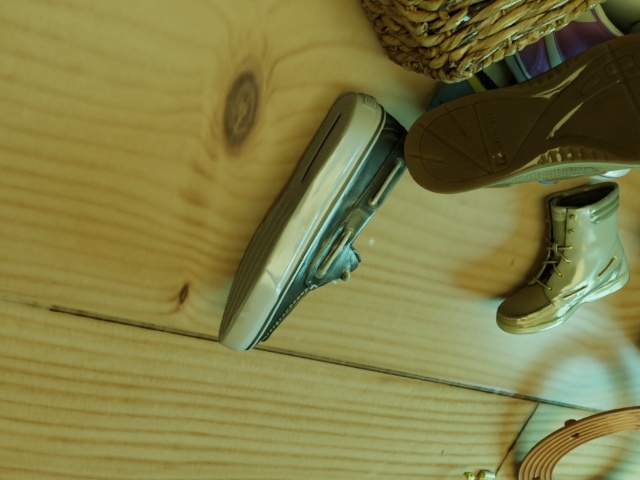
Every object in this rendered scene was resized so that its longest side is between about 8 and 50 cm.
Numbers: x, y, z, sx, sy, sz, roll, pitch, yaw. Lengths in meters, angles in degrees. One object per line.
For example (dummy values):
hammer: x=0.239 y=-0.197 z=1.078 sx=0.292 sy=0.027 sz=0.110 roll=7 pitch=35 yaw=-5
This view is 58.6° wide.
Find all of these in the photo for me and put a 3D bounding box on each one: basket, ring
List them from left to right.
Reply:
basket: x=0.163 y=-0.316 z=0.503 sx=0.299 sy=0.213 sz=0.223 roll=-33 pitch=119 yaw=2
ring: x=0.507 y=0.377 z=0.980 sx=0.336 sy=0.032 sz=0.337 roll=0 pitch=128 yaw=0

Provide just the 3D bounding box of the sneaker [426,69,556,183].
sneaker: x=0.214 y=-0.124 z=0.698 sx=0.209 sy=0.069 sz=0.082 roll=33 pitch=124 yaw=-29

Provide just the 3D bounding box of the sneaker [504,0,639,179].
sneaker: x=0.325 y=-0.167 z=0.637 sx=0.282 sy=0.161 sz=0.102 roll=41 pitch=75 yaw=-28

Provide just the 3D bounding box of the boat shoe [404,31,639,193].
boat shoe: x=0.258 y=-0.123 z=0.575 sx=0.340 sy=0.110 sz=0.122 roll=-8 pitch=91 yaw=19

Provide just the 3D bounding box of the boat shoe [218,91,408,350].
boat shoe: x=0.000 y=0.000 z=0.659 sx=0.119 sy=0.121 sz=0.335 roll=28 pitch=103 yaw=-20

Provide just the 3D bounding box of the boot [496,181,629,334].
boot: x=0.325 y=0.024 z=0.785 sx=0.213 sy=0.077 sz=0.165 roll=-25 pitch=119 yaw=-8

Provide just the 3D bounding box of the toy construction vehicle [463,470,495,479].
toy construction vehicle: x=0.260 y=0.443 z=0.987 sx=0.085 sy=0.035 sz=0.098 roll=19 pitch=108 yaw=-22
